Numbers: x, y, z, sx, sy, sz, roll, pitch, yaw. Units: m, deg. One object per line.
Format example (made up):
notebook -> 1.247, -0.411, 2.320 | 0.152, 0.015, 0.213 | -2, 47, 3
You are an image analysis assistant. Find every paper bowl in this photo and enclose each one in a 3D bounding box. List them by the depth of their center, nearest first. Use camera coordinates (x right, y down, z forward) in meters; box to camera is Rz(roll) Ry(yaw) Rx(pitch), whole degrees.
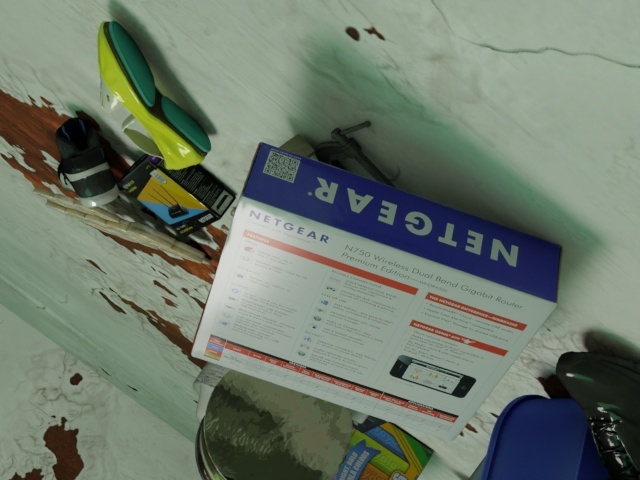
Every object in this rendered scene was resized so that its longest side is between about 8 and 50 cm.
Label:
paper bowl -> -0.155, 0.379, 2.308 | 0.284, 0.148, 0.284 | 31, 159, 13

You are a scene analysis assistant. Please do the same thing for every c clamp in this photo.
c clamp -> 0.055, -0.068, 1.188 | 0.160, 0.022, 0.137 | 46, 156, -27

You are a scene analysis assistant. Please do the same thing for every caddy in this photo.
caddy -> 0.297, 0.355, 1.345 | 0.179, 0.341, 0.241 | -13, 131, 40

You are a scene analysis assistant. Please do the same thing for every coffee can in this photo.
coffee can -> -0.076, 0.285, 1.540 | 0.201, 0.201, 0.275 | 33, 160, 3

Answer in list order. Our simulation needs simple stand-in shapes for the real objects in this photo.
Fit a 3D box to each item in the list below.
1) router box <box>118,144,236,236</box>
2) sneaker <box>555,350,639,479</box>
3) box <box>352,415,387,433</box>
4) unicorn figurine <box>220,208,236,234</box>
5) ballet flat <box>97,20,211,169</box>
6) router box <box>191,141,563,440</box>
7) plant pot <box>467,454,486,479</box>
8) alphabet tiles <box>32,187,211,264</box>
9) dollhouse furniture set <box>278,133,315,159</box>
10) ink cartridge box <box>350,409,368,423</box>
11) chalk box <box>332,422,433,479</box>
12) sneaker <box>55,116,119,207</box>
router box -> -0.211, -0.073, 1.540 | 0.133, 0.046, 0.179 | 40, 159, -13
sneaker -> 0.372, 0.238, 1.234 | 0.286, 0.130, 0.109 | 41, 160, -15
box -> 0.048, 0.230, 1.748 | 0.156, 0.093, 0.158 | 35, 158, -2
unicorn figurine -> -0.089, 0.004, 1.526 | 0.111, 0.060, 0.162 | 25, 173, 22
ballet flat -> -0.220, -0.164, 1.290 | 0.077, 0.077, 0.231 | -23, 136, 16
router box -> 0.049, 0.071, 1.167 | 0.335, 0.082, 0.301 | 19, 139, -4
plant pot -> 0.316, 0.437, 1.620 | 0.248, 0.247, 0.252 | 37, 177, -8
alphabet tiles -> -0.324, -0.017, 1.748 | 0.284, 0.021, 0.278 | 15, 170, 41
dollhouse furniture set -> 0.000, 0.000, 1.222 | 0.182, 0.101, 0.161 | 47, 168, 29
ink cartridge box -> 0.017, 0.126, 1.519 | 0.226, 0.131, 0.306 | 32, 158, 8
chalk box -> 0.034, 0.409, 2.041 | 0.289, 0.179, 0.180 | 33, 159, 2
sneaker -> -0.364, -0.135, 1.620 | 0.217, 0.079, 0.121 | 31, 140, 60
